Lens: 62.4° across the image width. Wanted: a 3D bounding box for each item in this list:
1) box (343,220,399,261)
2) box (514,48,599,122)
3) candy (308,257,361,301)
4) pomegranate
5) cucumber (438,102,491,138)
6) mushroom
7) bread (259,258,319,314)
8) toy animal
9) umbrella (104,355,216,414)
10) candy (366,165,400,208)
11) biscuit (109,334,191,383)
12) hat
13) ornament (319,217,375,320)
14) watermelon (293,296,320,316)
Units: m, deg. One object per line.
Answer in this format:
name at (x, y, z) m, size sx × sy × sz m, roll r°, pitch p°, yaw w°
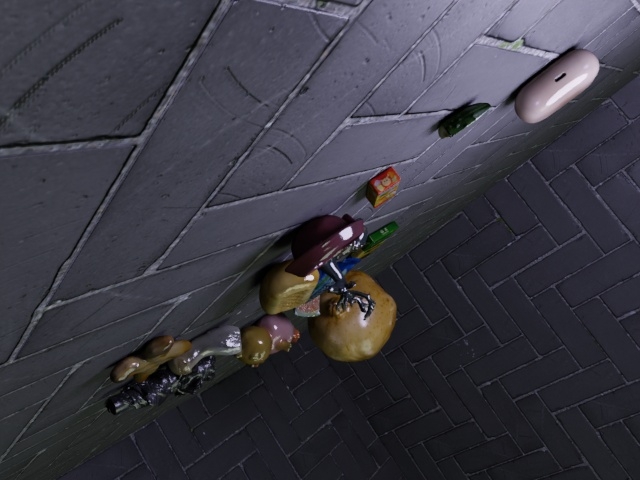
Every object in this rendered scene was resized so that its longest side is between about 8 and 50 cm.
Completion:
box at (0.182, 0.016, 1.925) m, size 0.132 × 0.034 × 0.235 m, roll -29°, pitch 168°, yaw -30°
box at (0.545, -0.356, 1.226) m, size 0.200 × 0.088 × 0.146 m, roll -36°, pitch 168°, yaw 12°
candy at (-0.020, 0.141, 1.753) m, size 0.331 × 0.077 × 0.187 m, roll -36°, pitch 167°, yaw 18°
pomegranate at (0.114, 0.304, 2.153) m, size 0.410 × 0.410 × 0.410 m, roll -33°, pitch 170°, yaw -7°
cucumber at (0.288, -0.248, 1.060) m, size 0.107 × 0.035 × 0.067 m, roll -36°, pitch -172°, yaw 1°
mushroom at (-0.332, 0.313, 1.521) m, size 0.223 × 0.092 × 0.081 m, roll -19°, pitch 179°, yaw -34°
bread at (-0.085, 0.111, 1.329) m, size 0.147 × 0.098 × 0.217 m, roll -12°, pitch 162°, yaw -19°
toy animal at (-0.215, 0.374, 1.980) m, size 0.281 × 0.195 × 0.169 m, roll -31°, pitch 130°, yaw -41°
umbrella at (-0.449, 0.420, 1.547) m, size 0.154 × 0.128 × 0.336 m, roll -39°, pitch 166°, yaw 32°
candy at (0.138, -0.116, 1.178) m, size 0.062 × 0.038 × 0.122 m, roll -34°, pitch 170°, yaw -6°
biscuit at (-0.404, 0.283, 1.269) m, size 0.164 × 0.047 × 0.208 m, roll -32°, pitch 169°, yaw -9°
hat at (0.000, 0.000, 1.138) m, size 0.205 × 0.089 × 0.205 m, roll -35°, pitch 175°, yaw -4°
ornament at (0.087, 0.082, 1.372) m, size 0.202 × 0.236 × 0.080 m, roll -28°, pitch 174°, yaw -27°
watermelon at (-0.048, 0.211, 1.908) m, size 0.097 × 0.121 × 0.158 m, roll -2°, pitch 149°, yaw -29°
